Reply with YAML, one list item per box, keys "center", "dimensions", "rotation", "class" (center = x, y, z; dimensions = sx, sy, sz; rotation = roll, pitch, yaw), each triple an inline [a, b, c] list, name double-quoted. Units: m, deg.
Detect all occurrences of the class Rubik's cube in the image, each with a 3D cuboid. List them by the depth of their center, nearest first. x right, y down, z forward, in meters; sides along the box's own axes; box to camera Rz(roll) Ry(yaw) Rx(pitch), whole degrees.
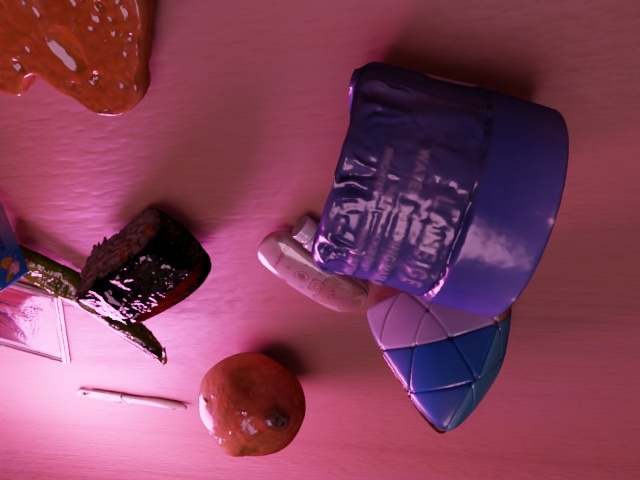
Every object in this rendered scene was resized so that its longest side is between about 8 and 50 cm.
- center: [0.247, 0.155, 0.902]
  dimensions: [0.255, 0.254, 0.254]
  rotation: [7, 134, 7]
  class: "Rubik's cube"

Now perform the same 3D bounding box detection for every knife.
- center: [-0.467, 0.394, 1.383]
  dimensions: [0.293, 0.019, 0.043]
  rotation: [6, 136, 8]
  class: "knife"

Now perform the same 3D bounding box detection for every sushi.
- center: [-0.296, 0.046, 0.926]
  dimensions: [0.225, 0.136, 0.126]
  rotation: [-23, 133, 25]
  class: "sushi"

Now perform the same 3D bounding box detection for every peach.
- center: [-0.129, 0.327, 1.101]
  dimensions: [0.233, 0.232, 0.232]
  rotation: [7, 134, 7]
  class: "peach"

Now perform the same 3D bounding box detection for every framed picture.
- center: [-0.657, 0.171, 1.215]
  dimensions: [0.217, 0.016, 0.273]
  rotation: [16, 135, -2]
  class: "framed picture"

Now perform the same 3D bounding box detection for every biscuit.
- center: [-0.344, -0.307, 0.649]
  dimensions: [0.312, 0.057, 0.351]
  rotation: [-1, 131, 15]
  class: "biscuit"

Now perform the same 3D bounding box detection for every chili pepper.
- center: [-0.434, 0.119, 1.069]
  dimensions: [0.359, 0.076, 0.085]
  rotation: [35, 136, -11]
  class: "chili pepper"

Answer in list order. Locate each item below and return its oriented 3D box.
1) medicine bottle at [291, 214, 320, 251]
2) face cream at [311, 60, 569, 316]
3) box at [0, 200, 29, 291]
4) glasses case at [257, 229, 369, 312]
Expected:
- center: [0.000, 0.000, 0.870]
  dimensions: [0.083, 0.047, 0.047]
  rotation: [35, 131, -19]
  class: "medicine bottle"
- center: [0.120, -0.058, 0.644]
  dimensions: [0.225, 0.249, 0.249]
  rotation: [15, 135, 2]
  class: "face cream"
- center: [-0.602, -0.012, 0.948]
  dimensions: [0.139, 0.073, 0.194]
  rotation: [-2, 114, 16]
  class: "box"
- center: [-0.010, 0.053, 0.920]
  dimensions: [0.204, 0.051, 0.081]
  rotation: [33, 134, -18]
  class: "glasses case"
